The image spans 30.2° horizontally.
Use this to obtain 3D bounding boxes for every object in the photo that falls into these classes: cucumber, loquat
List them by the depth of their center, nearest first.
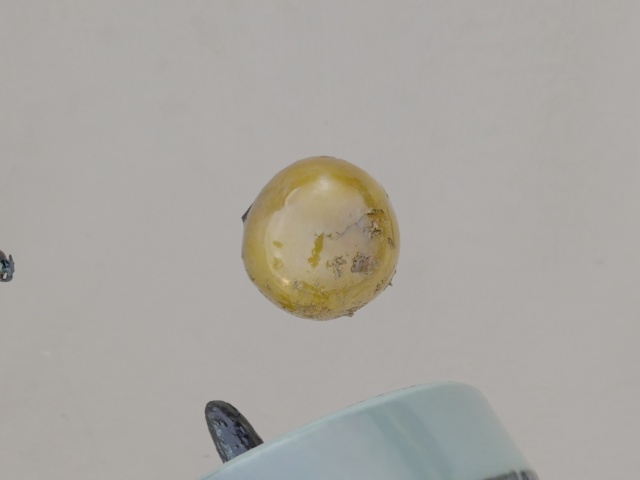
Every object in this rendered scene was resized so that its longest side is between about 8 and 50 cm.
[{"bbox_3d":[0.000,0.000,1.664,0.235,0.235,0.235,0,81,-1],"label":"loquat"},{"bbox_3d":[-0.090,0.365,1.753,0.081,0.072,0.303,-32,70,16],"label":"cucumber"}]

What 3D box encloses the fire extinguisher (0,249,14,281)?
[{"bbox_3d":[-0.424,0.024,1.406,0.158,0.064,0.043,11,53,21],"label":"fire extinguisher"}]

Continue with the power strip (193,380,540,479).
[{"bbox_3d":[-0.019,0.228,0.655,0.357,0.357,0.161,-29,69,-5],"label":"power strip"}]
